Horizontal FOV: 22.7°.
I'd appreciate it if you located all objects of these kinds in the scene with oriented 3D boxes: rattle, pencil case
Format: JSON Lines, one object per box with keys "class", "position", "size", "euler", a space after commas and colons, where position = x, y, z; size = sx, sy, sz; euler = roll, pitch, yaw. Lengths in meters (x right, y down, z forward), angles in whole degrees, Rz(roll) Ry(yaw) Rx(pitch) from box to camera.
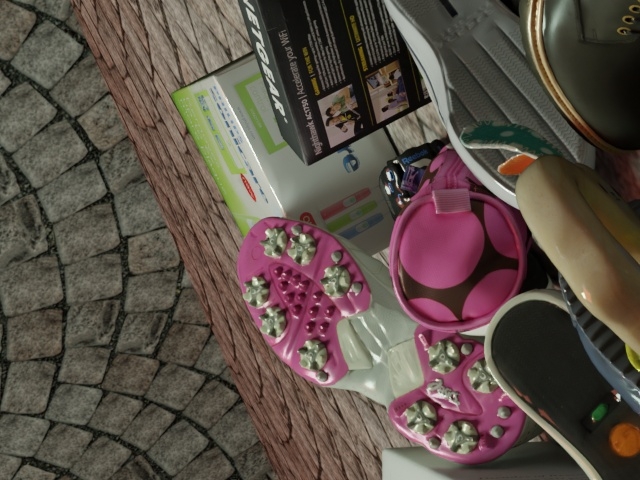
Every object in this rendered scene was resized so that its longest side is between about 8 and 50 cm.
{"class": "rattle", "position": [0.158, -0.035, 0.751], "size": [0.130, 0.143, 0.199], "euler": [23, -155, -17]}
{"class": "pencil case", "position": [0.092, -0.012, 1.014], "size": [0.209, 0.095, 0.098], "euler": [-61, -22, -76]}

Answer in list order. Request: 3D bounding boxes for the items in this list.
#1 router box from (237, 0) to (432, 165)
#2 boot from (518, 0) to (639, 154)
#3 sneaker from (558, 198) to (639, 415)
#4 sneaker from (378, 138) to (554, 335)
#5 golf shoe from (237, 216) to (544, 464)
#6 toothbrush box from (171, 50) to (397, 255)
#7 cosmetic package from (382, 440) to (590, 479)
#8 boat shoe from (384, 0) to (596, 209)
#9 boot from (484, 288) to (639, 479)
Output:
{"class": "router box", "position": [0.019, -0.152, 1.064], "size": [0.046, 0.133, 0.179], "euler": [51, 164, 44]}
{"class": "boot", "position": [0.153, -0.107, 0.717], "size": [0.137, 0.077, 0.198], "euler": [39, 157, 52]}
{"class": "sneaker", "position": [0.224, 0.100, 0.790], "size": [0.319, 0.112, 0.131], "euler": [56, 174, 50]}
{"class": "sneaker", "position": [0.096, -0.010, 1.201], "size": [0.121, 0.079, 0.217], "euler": [64, 171, -19]}
{"class": "golf shoe", "position": [0.061, 0.080, 1.312], "size": [0.306, 0.115, 0.140], "euler": [36, -163, 29]}
{"class": "toothbrush box", "position": [-0.028, -0.082, 1.508], "size": [0.206, 0.122, 0.283], "euler": [63, 168, -8]}
{"class": "cosmetic package", "position": [0.169, 0.282, 1.166], "size": [0.453, 0.161, 0.230], "euler": [168, 102, -79]}
{"class": "boat shoe", "position": [0.109, -0.096, 0.974], "size": [0.076, 0.083, 0.226], "euler": [55, -169, -54]}
{"class": "boot", "position": [0.214, 0.125, 0.931], "size": [0.244, 0.088, 0.176], "euler": [53, -159, 17]}
